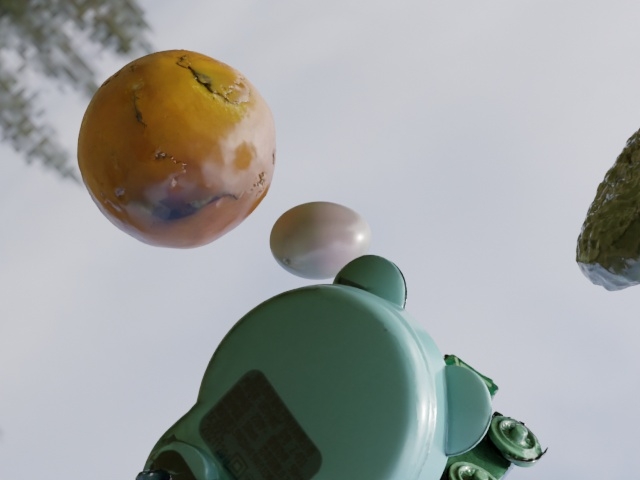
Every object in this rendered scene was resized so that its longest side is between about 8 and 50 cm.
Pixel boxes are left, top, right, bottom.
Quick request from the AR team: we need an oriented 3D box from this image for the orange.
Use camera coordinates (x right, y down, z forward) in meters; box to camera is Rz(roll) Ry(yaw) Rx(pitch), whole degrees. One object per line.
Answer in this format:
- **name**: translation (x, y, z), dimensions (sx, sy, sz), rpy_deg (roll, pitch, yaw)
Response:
- **orange**: translation (-0.173, -0.111, 2.224), dimensions (0.246, 0.246, 0.246), rpy_deg (-38, -164, 13)

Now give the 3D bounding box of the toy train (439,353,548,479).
- **toy train**: translation (0.122, 0.219, 1.783), dimensions (0.269, 0.154, 0.115), rpy_deg (-38, 160, -55)

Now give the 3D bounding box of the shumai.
- **shumai**: translation (0.519, -0.038, 2.120), dimensions (0.397, 0.323, 0.324), rpy_deg (-49, -171, 6)

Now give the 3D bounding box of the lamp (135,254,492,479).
- **lamp**: translation (-0.018, 0.156, 1.426), dimensions (0.284, 0.147, 0.209), rpy_deg (-34, -121, -5)

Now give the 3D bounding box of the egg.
- **egg**: translation (0.000, 0.000, 2.386), dimensions (0.135, 0.103, 0.103), rpy_deg (-3, -168, -11)
